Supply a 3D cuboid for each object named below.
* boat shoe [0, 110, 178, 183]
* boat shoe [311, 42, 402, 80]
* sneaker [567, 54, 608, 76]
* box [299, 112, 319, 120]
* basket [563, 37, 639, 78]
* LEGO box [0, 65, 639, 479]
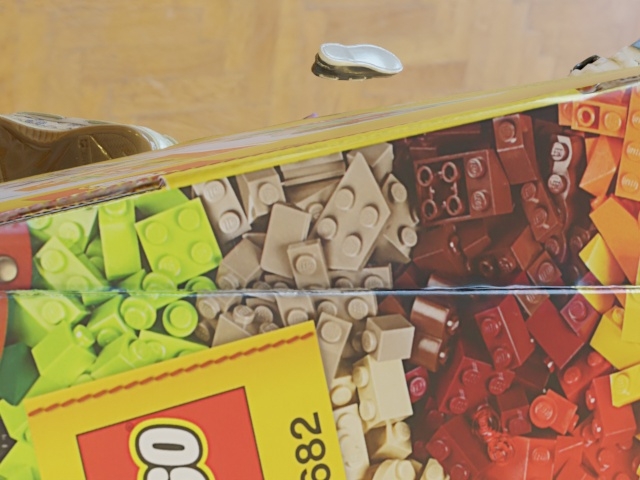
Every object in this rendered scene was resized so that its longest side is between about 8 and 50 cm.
[{"bbox_3d":[-0.289,-0.084,1.494,0.089,0.285,0.105,-21,114,-68],"label":"boat shoe"},{"bbox_3d":[0.045,-0.217,1.729,0.125,0.046,0.038,-3,142,-37],"label":"boat shoe"},{"bbox_3d":[0.342,-0.201,1.659,0.098,0.038,0.069,-14,157,-5],"label":"sneaker"},{"bbox_3d":[0.000,0.000,1.789,0.213,0.117,0.243,48,29,-28],"label":"box"},{"bbox_3d":[0.285,-0.039,1.391,0.289,0.201,0.255,-42,137,-9],"label":"basket"},{"bbox_3d":[-0.057,0.053,0.663,0.372,0.500,0.193,-14,97,-22],"label":"LEGO box"}]
